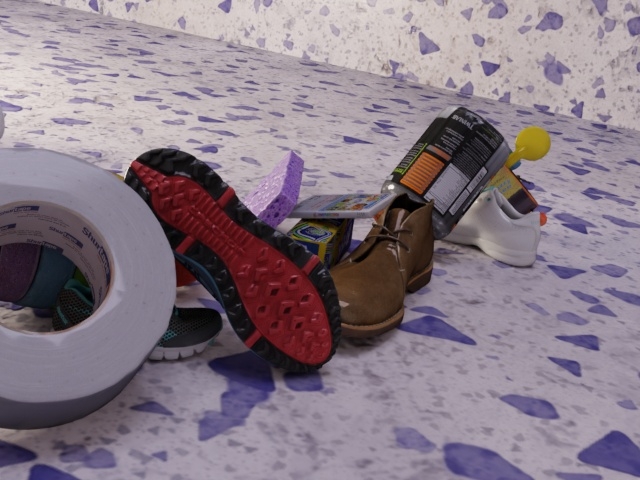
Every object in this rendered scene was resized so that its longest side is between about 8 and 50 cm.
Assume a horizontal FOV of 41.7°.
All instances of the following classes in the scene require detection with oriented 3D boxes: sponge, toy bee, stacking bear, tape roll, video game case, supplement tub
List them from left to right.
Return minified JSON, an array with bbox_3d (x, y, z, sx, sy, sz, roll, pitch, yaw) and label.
[{"bbox_3d":[-0.230,0.035,0.673,0.219,0.072,0.219,13,57,-21],"label":"tape roll"},{"bbox_3d":[-0.239,-0.009,0.868,0.289,0.175,0.164,3,29,-39],"label":"stacking bear"},{"bbox_3d":[-0.073,-0.045,1.093,0.031,0.117,0.210,43,15,-12],"label":"sponge"},{"bbox_3d":[0.025,-0.044,1.067,0.122,0.011,0.087,0,17,29],"label":"video game case"},{"bbox_3d":[0.163,-0.083,1.165,0.117,0.190,0.117,39,-6,5],"label":"supplement tub"},{"bbox_3d":[0.295,-0.095,1.328,0.298,0.195,0.162,7,41,-39],"label":"toy bee"}]

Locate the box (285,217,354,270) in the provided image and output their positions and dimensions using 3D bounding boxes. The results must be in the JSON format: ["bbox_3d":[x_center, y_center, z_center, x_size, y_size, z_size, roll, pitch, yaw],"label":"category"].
[{"bbox_3d":[0.000,0.000,1.075,0.054,0.059,0.169,11,19,11],"label":"box"}]

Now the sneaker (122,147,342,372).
[{"bbox_3d":[-0.077,0.015,0.817,0.262,0.104,0.125,49,-6,-6],"label":"sneaker"}]

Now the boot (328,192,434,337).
[{"bbox_3d":[0.064,0.020,0.970,0.112,0.115,0.305,17,22,17],"label":"boot"}]

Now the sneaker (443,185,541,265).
[{"bbox_3d":[0.227,-0.040,1.235,0.212,0.094,0.080,21,24,32],"label":"sneaker"}]

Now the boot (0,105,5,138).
[{"bbox_3d":[-0.617,-0.200,1.344,0.258,0.095,0.123,15,25,41],"label":"boot"}]

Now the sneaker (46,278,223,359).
[{"bbox_3d":[-0.170,0.068,0.786,0.167,0.076,0.065,-1,23,-26],"label":"sneaker"}]
